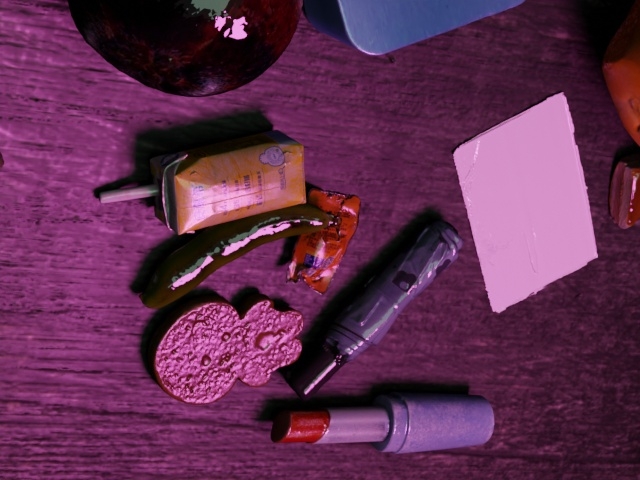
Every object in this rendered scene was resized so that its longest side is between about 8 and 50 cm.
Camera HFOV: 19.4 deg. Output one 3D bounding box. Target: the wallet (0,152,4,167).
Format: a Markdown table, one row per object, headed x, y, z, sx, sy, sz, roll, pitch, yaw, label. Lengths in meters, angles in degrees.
| x | y | z | sx | sy | sz | roll | pitch | yaw | label |
| --- | --- | --- | --- | --- | --- | --- | --- | --- | --- |
| -0.376 | -0.142 | 1.660 | 0.122 | 0.031 | 0.232 | -31 | 115 | -26 | wallet |

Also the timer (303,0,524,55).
| x | y | z | sx | sy | sz | roll | pitch | yaw | label |
| --- | --- | --- | --- | --- | --- | --- | --- | --- | --- |
| 0.088 | -0.331 | 1.838 | 0.232 | 0.091 | 0.250 | -22 | 118 | -20 | timer |

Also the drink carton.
| x | y | z | sx | sy | sz | roll | pitch | yaw | label |
| --- | --- | --- | --- | --- | --- | --- | --- | --- | --- |
| -0.115 | -0.055 | 1.852 | 0.200 | 0.074 | 0.084 | -15 | 119 | -26 | drink carton |

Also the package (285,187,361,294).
| x | y | z | sx | sy | sz | roll | pitch | yaw | label |
| --- | --- | --- | --- | --- | --- | --- | --- | --- | --- |
| 0.001 | 0.001 | 1.971 | 0.077 | 0.033 | 0.110 | 18 | 97 | -26 | package |

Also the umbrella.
| x | y | z | sx | sy | sz | roll | pitch | yaw | label |
| --- | --- | --- | --- | --- | --- | --- | --- | --- | --- |
| 0.061 | 0.077 | 2.027 | 0.250 | 0.053 | 0.052 | -47 | 144 | -8 | umbrella |

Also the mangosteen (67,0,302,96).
| x | y | z | sx | sy | sz | roll | pitch | yaw | label |
| --- | --- | --- | --- | --- | --- | --- | --- | --- | --- |
| -0.115 | -0.238 | 1.692 | 0.216 | 0.216 | 0.216 | -13 | 118 | -26 | mangosteen |

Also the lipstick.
| x | y | z | sx | sy | sz | roll | pitch | yaw | label |
| --- | --- | --- | --- | --- | --- | --- | --- | --- | --- |
| 0.068 | 0.204 | 2.088 | 0.274 | 0.061 | 0.068 | 2 | 113 | -32 | lipstick |

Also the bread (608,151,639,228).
| x | y | z | sx | sy | sz | roll | pitch | yaw | label |
| --- | --- | --- | --- | --- | --- | --- | --- | --- | --- |
| 0.364 | -0.070 | 2.150 | 0.109 | 0.043 | 0.062 | -51 | 129 | 1 | bread |

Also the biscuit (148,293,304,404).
| x | y | z | sx | sy | sz | roll | pitch | yaw | label |
| --- | --- | --- | --- | --- | --- | --- | --- | --- | --- |
| -0.100 | 0.112 | 1.966 | 0.175 | 0.026 | 0.124 | -7 | 117 | -28 | biscuit |

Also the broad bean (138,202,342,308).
| x | y | z | sx | sy | sz | roll | pitch | yaw | label |
| --- | --- | --- | --- | --- | --- | --- | --- | --- | --- |
| -0.083 | 0.007 | 1.907 | 0.227 | 0.039 | 0.069 | -19 | 112 | -12 | broad bean |

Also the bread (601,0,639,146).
| x | y | z | sx | sy | sz | roll | pitch | yaw | label |
| --- | --- | --- | --- | --- | --- | --- | --- | --- | --- |
| 0.468 | -0.206 | 2.080 | 0.328 | 0.148 | 0.337 | 42 | 78 | -30 | bread |

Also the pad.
| x | y | z | sx | sy | sz | roll | pitch | yaw | label |
| --- | --- | --- | --- | --- | --- | --- | --- | --- | --- |
| 0.235 | -0.040 | 2.111 | 0.156 | 0.004 | 0.232 | -28 | 124 | -18 | pad |
